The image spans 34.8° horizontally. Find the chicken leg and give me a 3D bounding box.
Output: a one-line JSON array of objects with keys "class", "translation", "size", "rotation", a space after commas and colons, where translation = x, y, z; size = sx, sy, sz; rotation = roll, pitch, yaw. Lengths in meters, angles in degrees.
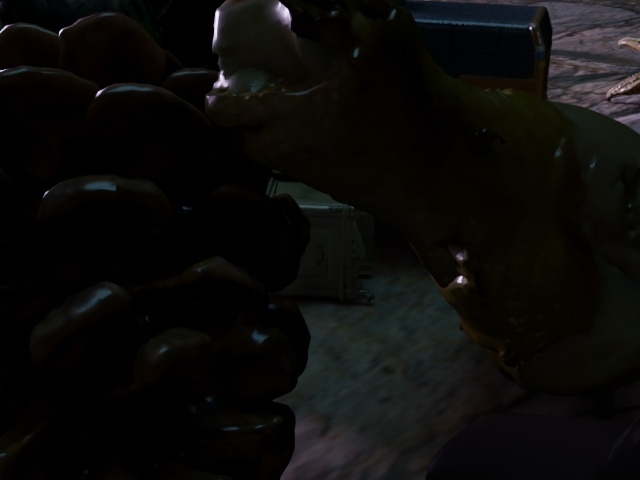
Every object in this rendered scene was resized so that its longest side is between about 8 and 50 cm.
[{"class": "chicken leg", "translation": [0.087, -0.028, 0.543], "size": [0.152, 0.201, 0.429], "rotation": [-28, -35, 28]}]

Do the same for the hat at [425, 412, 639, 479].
[{"class": "hat", "translation": [0.193, 0.079, 0.394], "size": [0.336, 0.209, 0.238], "rotation": [17, 30, 38]}]

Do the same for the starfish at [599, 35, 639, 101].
[{"class": "starfish", "translation": [0.501, -0.205, 1.282], "size": [0.293, 0.084, 0.301], "rotation": [14, 22, 41]}]

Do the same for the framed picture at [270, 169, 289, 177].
[{"class": "framed picture", "translation": [0.009, -0.063, 0.905], "size": [0.346, 0.016, 0.265], "rotation": [3, 5, 5]}]

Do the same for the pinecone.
[{"class": "pinecone", "translation": [-0.115, 0.034, 0.489], "size": [0.243, 0.244, 0.309], "rotation": [-4, 34, -11]}]

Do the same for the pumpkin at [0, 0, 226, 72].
[{"class": "pumpkin", "translation": [-0.220, -0.180, 0.930], "size": [0.315, 0.239, 0.315], "rotation": [-26, 7, 3]}]

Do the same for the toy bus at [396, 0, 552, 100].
[{"class": "toy bus", "translation": [0.100, -0.171, 1.072], "size": [0.275, 0.167, 0.138], "rotation": [6, 23, 15]}]

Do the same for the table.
[{"class": "table", "translation": [0.000, 0.000, 0.759], "size": [0.083, 0.079, 0.062], "rotation": [3, 21, 2]}]
